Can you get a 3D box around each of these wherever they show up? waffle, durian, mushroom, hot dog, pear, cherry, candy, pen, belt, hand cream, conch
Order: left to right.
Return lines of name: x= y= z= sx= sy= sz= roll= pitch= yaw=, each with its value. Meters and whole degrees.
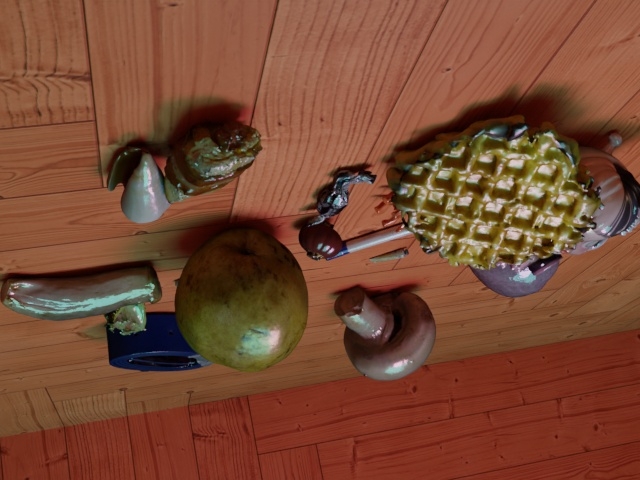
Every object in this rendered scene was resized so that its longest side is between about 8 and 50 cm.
mushroom: x=-0.525 y=0.113 z=1.990 sx=0.351 sy=0.095 sz=0.123 roll=-5 pitch=140 yaw=-21
durian: x=-0.476 y=0.175 z=2.168 sx=0.086 sy=0.100 sz=0.215 roll=-20 pitch=166 yaw=12
conch: x=-0.311 y=-0.095 z=1.520 sx=0.094 sy=0.104 sz=0.176 roll=-32 pitch=160 yaw=-8
belt: x=-0.434 y=0.284 z=2.487 sx=0.212 sy=0.117 sz=0.347 roll=-23 pitch=157 yaw=32
hot dog: x=-0.187 y=-0.136 z=1.478 sx=0.146 sy=0.103 sz=0.213 roll=-23 pitch=177 yaw=-40
pear: x=-0.169 y=0.119 z=1.930 sx=0.303 sy=0.304 sz=0.304 roll=-11 pitch=161 yaw=-4
candy: x=0.037 y=-0.083 z=1.829 sx=0.094 sy=0.051 sz=0.226 roll=-5 pitch=160 yaw=-29
pen: x=0.134 y=-0.005 z=2.139 sx=0.269 sy=0.033 sz=0.033 roll=-18 pitch=160 yaw=16
mushroom: x=0.179 y=0.244 z=2.604 sx=0.292 sy=0.293 sz=0.290 roll=-20 pitch=131 yaw=21
hand cream: x=0.179 y=0.041 z=2.321 sx=0.102 sy=0.022 sz=0.035 roll=-15 pitch=162 yaw=25
waffle: x=0.340 y=-0.083 z=1.741 sx=0.382 sy=0.095 sz=0.380 roll=-16 pitch=131 yaw=28
cherry: x=0.497 y=0.047 z=2.278 sx=0.266 sy=0.184 sz=0.213 roll=8 pitch=141 yaw=-17

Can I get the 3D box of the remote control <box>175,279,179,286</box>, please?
remote control: x=-0.291 y=0.092 z=2.173 sx=0.124 sy=0.018 sz=0.053 roll=-20 pitch=158 yaw=21

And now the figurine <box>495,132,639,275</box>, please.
figurine: x=0.499 y=-0.067 z=1.917 sx=0.253 sy=0.211 sz=0.361 roll=2 pitch=158 yaw=-40

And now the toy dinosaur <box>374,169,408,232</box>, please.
toy dinosaur: x=0.168 y=-0.072 z=1.932 sx=0.101 sy=0.055 sz=0.279 roll=-31 pitch=164 yaw=-18

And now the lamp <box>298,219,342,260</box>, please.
lamp: x=0.000 y=0.000 z=1.983 sx=0.101 sy=0.090 sz=0.101 roll=25 pitch=174 yaw=3
